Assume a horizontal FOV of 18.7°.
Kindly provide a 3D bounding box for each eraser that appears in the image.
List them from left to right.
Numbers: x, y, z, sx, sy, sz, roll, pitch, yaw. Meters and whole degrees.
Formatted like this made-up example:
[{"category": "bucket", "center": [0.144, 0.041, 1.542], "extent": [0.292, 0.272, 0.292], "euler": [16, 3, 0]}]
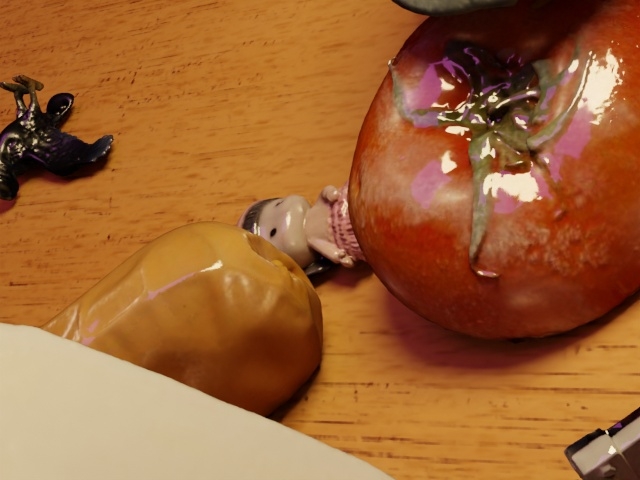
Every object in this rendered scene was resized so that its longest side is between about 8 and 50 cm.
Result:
[{"category": "eraser", "center": [-0.147, 0.162, 0.967], "extent": [0.331, 0.331, 0.150], "euler": [-22, 38, 32]}]

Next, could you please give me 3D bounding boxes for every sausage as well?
[{"category": "sausage", "center": [-0.110, 0.081, 1.187], "extent": [0.241, 0.136, 0.120], "euler": [-37, 39, 20]}]

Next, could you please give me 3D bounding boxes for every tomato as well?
[{"category": "tomato", "center": [0.114, -0.064, 1.095], "extent": [0.236, 0.095, 0.237], "euler": [-18, 50, 23]}]

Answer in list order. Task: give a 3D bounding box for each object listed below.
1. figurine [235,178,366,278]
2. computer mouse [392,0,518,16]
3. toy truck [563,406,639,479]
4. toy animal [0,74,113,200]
[{"category": "figurine", "center": [0.000, 0.000, 1.229], "extent": [0.129, 0.054, 0.072], "euler": [-13, 59, 30]}, {"category": "computer mouse", "center": [0.089, -0.286, 1.124], "extent": [0.203, 0.114, 0.374], "euler": [-25, 39, 27]}, {"category": "toy truck", "center": [0.153, 0.148, 0.767], "extent": [0.213, 0.177, 0.161], "euler": [-40, 33, 6]}, {"category": "toy animal", "center": [-0.242, -0.081, 1.594], "extent": [0.220, 0.062, 0.108], "euler": [-10, 64, 41]}]
